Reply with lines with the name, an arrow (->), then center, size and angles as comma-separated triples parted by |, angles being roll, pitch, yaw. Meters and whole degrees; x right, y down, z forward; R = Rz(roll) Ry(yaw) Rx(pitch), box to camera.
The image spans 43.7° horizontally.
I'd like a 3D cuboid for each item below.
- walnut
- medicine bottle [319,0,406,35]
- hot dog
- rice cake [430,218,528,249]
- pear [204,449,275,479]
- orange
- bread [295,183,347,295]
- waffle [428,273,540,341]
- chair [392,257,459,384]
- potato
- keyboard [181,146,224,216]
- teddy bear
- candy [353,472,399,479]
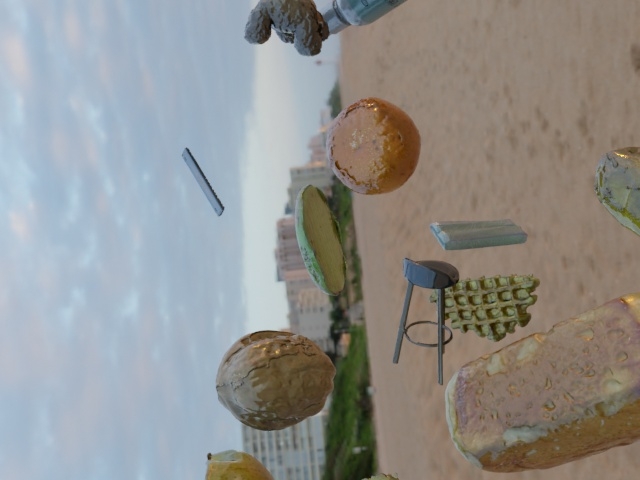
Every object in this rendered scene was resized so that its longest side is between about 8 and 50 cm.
walnut -> -0.093, 0.275, 1.576 | 0.198, 0.245, 0.198 | 4, 94, 61
medicine bottle -> 0.102, -0.532, 1.734 | 0.110, 0.352, 0.110 | 31, -134, -39
hot dog -> 0.416, 0.250, 1.303 | 0.223, 0.405, 0.185 | 27, -137, -40
rice cake -> 0.363, -0.017, 1.828 | 0.080, 0.222, 0.042 | -121, 33, -50
pear -> -0.152, 0.650, 1.698 | 0.340, 0.192, 0.386 | 135, 133, -87
orange -> 0.107, -0.185, 1.578 | 0.161, 0.194, 0.193 | -3, -94, -75
bread -> 0.000, -0.004, 2.046 | 0.301, 0.045, 0.301 | -14, -90, -72
waffle -> 0.291, 0.102, 1.445 | 0.046, 0.192, 0.160 | -26, -42, -55
chair -> 0.185, 0.119, 1.335 | 0.095, 0.104, 0.221 | -31, -51, -43
potato -> 0.578, -0.053, 1.265 | 0.300, 0.173, 0.140 | 38, 174, 19
keyboard -> -0.282, -0.140, 1.915 | 0.176, 0.014, 0.055 | 58, 159, 4
teddy bear -> -0.064, -0.472, 1.688 | 0.190, 0.177, 0.140 | -81, 2, -73
candy -> 0.072, 0.542, 1.288 | 0.081, 0.187, 0.297 | 55, -161, -69
